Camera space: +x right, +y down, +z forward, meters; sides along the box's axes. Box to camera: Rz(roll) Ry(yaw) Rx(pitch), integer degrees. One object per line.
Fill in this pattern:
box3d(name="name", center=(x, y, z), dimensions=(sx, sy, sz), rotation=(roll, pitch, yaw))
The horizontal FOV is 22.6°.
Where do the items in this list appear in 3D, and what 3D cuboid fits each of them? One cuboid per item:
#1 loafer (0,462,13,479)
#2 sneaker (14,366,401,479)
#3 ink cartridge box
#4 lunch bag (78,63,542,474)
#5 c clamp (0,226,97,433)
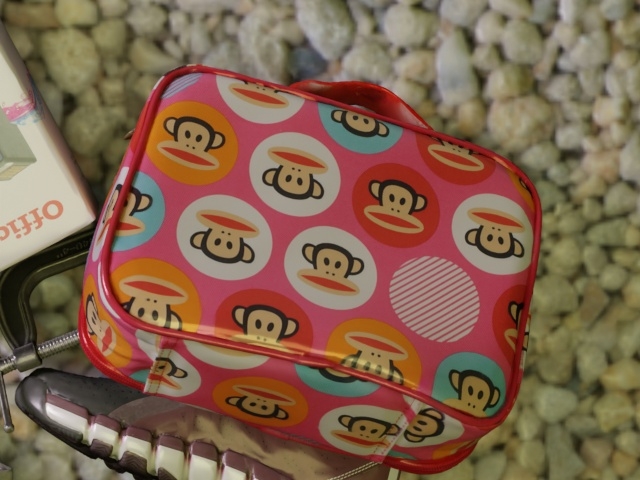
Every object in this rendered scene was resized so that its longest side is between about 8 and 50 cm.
box3d(name="loafer", center=(-0.359, 0.112, 1.099), dimensions=(0.319, 0.112, 0.111), rotation=(38, 88, -17))
box3d(name="sneaker", center=(-0.062, 0.107, 1.141), dimensions=(0.281, 0.106, 0.162), rotation=(22, 76, -3))
box3d(name="ink cartridge box", center=(-0.266, -0.073, 1.086), dimensions=(0.154, 0.093, 0.212), rotation=(-27, 101, -2))
box3d(name="lunch bag", center=(0.000, 0.000, 1.075), dimensions=(0.293, 0.120, 0.258), rotation=(18, 57, -8))
box3d(name="c clamp", center=(-0.162, 0.050, 1.111), dimensions=(0.160, 0.137, 0.022), rotation=(-26, 142, -5))
